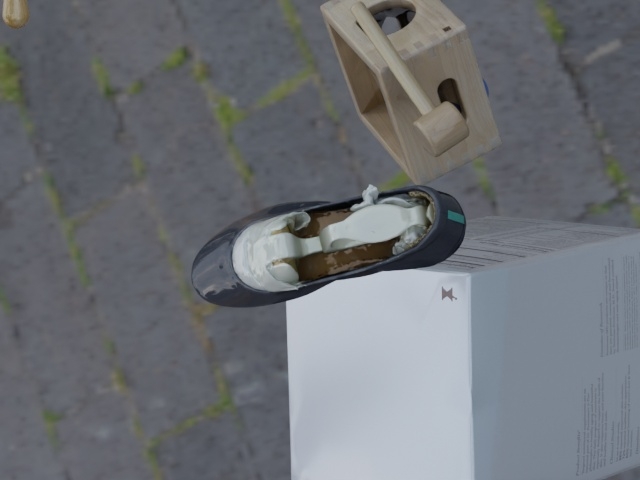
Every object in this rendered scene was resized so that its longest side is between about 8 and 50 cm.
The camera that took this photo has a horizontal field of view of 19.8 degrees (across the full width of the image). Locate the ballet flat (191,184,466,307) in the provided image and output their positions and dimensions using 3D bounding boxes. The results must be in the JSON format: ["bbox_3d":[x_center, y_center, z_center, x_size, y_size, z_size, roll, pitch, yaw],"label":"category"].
[{"bbox_3d":[0.000,0.000,1.279,0.203,0.074,0.074,-11,89,9],"label":"ballet flat"}]

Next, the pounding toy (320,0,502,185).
[{"bbox_3d":[0.087,-0.140,1.483,0.206,0.094,0.181,53,168,50],"label":"pounding toy"}]

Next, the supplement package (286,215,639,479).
[{"bbox_3d":[0.132,0.096,1.511,0.198,0.263,0.199,7,102,44],"label":"supplement package"}]

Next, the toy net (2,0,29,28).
[{"bbox_3d":[-0.221,-0.176,1.131,0.045,0.122,0.232,7,57,33],"label":"toy net"}]
